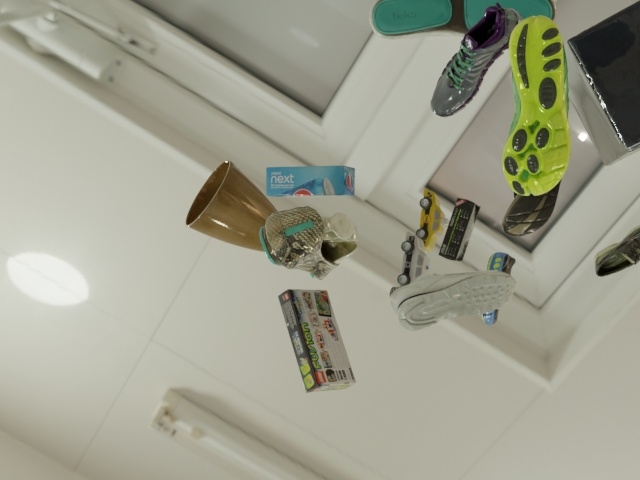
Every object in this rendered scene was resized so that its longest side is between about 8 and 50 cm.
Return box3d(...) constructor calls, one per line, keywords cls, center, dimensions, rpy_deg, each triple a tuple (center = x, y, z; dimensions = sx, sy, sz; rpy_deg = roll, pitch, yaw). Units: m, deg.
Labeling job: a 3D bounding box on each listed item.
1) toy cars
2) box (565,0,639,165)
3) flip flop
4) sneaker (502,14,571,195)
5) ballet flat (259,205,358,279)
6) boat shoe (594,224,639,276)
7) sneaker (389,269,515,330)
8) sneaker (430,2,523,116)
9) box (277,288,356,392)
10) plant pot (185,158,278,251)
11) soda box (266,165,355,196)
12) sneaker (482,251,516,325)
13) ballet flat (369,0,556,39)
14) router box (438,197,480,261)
box3d(cls="toy cars", center=(0.310, 0.009, 2.259), dimensions=(0.087, 0.177, 0.394), rpy_deg=(5, -139, 22))
box3d(cls="box", center=(0.848, -0.418, 1.820), dimensions=(0.298, 0.471, 0.480), rpy_deg=(62, -167, 6))
box3d(cls="flip flop", center=(0.527, -0.139, 1.909), dimensions=(0.112, 0.277, 0.080), rpy_deg=(12, -164, -17))
box3d(cls="sneaker", center=(0.362, -0.216, 1.263), dimensions=(0.109, 0.296, 0.123), rpy_deg=(7, -157, 23))
box3d(cls="ballet flat", center=(0.000, 0.000, 1.808), dimensions=(0.483, 0.182, 0.164), rpy_deg=(26, -136, -79))
box3d(cls="boat shoe", center=(0.814, 0.031, 2.029), dimensions=(0.080, 0.223, 0.073), rpy_deg=(37, -136, -13))
box3d(cls="sneaker", center=(0.244, 0.092, 1.442), dimensions=(0.235, 0.090, 0.095), rpy_deg=(-10, -154, -6))
box3d(cls="sneaker", center=(0.253, -0.318, 1.355), dimensions=(0.098, 0.224, 0.083), rpy_deg=(3, -140, -53))
box3d(cls="box", center=(-0.007, 0.198, 1.557), dimensions=(0.114, 0.036, 0.207), rpy_deg=(6, -122, -44))
box3d(cls="plant pot", center=(-0.240, -0.080, 2.351), dimensions=(0.254, 0.237, 0.237), rpy_deg=(33, -155, -21))
box3d(cls="soda box", center=(-0.025, -0.141, 1.863), dimensions=(0.210, 0.071, 0.067), rpy_deg=(1, 180, 26))
box3d(cls="sneaker", center=(0.447, 0.124, 1.931), dimensions=(0.078, 0.188, 0.067), rpy_deg=(8, -172, -22))
box3d(cls="ballet flat", center=(0.310, -0.506, 1.710), dimensions=(0.400, 0.139, 0.139), rpy_deg=(1, -156, 12))
box3d(cls="router box", center=(0.277, -0.020, 1.538), dimensions=(0.038, 0.123, 0.092), rpy_deg=(20, -177, 19))
